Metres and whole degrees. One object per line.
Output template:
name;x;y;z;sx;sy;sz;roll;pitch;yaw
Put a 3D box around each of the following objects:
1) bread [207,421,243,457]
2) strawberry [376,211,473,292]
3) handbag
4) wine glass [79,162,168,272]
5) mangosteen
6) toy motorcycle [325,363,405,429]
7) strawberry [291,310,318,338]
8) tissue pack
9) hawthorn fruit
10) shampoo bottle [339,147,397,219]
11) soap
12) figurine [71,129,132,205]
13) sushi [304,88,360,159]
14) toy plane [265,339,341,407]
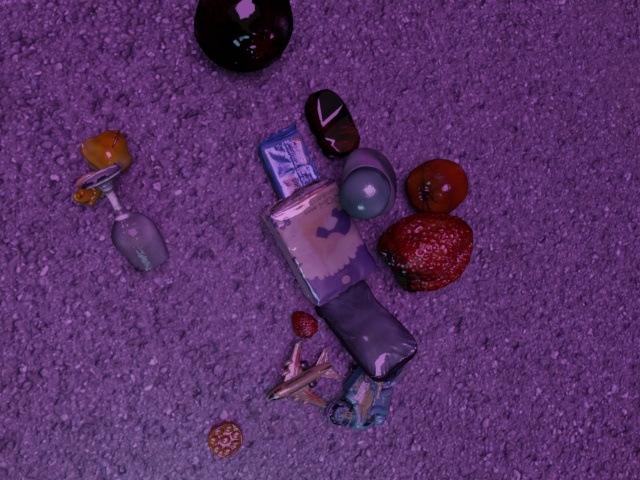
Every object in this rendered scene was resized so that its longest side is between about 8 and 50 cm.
bread;-0.294;0.615;1.735;0.110;0.024;0.110;1;87;-12
strawberry;0.344;0.021;1.799;0.288;0.250;0.238;-34;55;9
handbag;0.143;0.272;1.777;0.192;0.075;0.332;-35;70;-16
wine glass;-0.559;-0.061;1.625;0.143;0.143;0.321;-29;115;-12
mangosteen;-0.250;-0.686;1.720;0.307;0.307;0.347;-32;62;-12
toy motorcycle;0.160;0.496;1.794;0.198;0.109;0.296;45;72;-17
strawberry;-0.054;0.266;1.785;0.096;0.083;0.083;42;79;4
tissue pack;0.000;0.000;1.748;0.242;0.125;0.343;-31;110;-13
hawthorn fruit;0.407;-0.184;1.872;0.226;0.197;0.196;-24;91;-36
shampoo bottle;0.146;-0.165;1.708;0.151;0.349;0.221;-23;102;15
soap;-0.088;-0.213;1.811;0.156;0.077;0.293;-24;92;-13
figurine;-0.656;-0.223;1.680;0.156;0.131;0.246;23;95;-29
sushi;0.035;-0.379;1.830;0.136;0.126;0.225;-26;97;-14
toy plane;-0.063;0.438;1.762;0.244;0.092;0.228;-24;93;-12
